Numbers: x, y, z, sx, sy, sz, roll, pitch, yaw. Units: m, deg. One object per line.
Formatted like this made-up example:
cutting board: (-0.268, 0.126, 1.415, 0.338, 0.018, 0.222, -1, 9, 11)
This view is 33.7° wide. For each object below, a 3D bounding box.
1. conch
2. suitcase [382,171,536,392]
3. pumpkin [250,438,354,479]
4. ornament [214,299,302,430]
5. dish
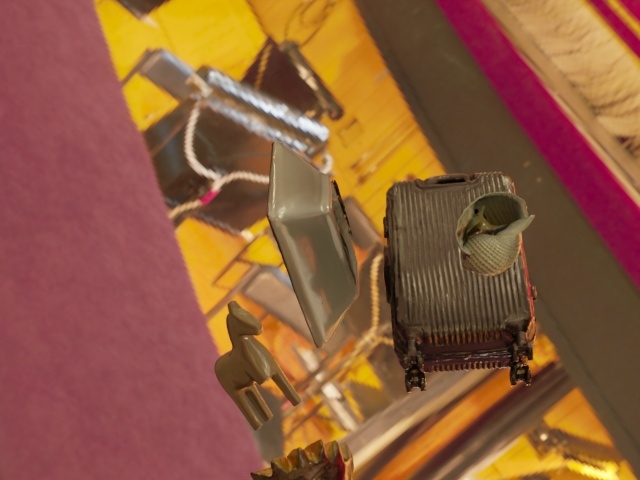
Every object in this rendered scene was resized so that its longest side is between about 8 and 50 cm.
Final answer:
conch: (0.171, -0.007, 1.070, 0.076, 0.085, 0.056, 47, -10, -3)
suitcase: (0.190, 0.053, 1.475, 0.128, 0.202, 0.312, 77, 9, -54)
pumpkin: (0.009, 0.455, 1.919, 0.254, 0.130, 0.149, 18, 45, -54)
ornament: (-0.139, 0.243, 2.092, 0.061, 0.230, 0.244, -36, 90, -36)
dish: (0.000, 0.000, 1.434, 0.181, 0.080, 0.243, -89, 164, -51)
